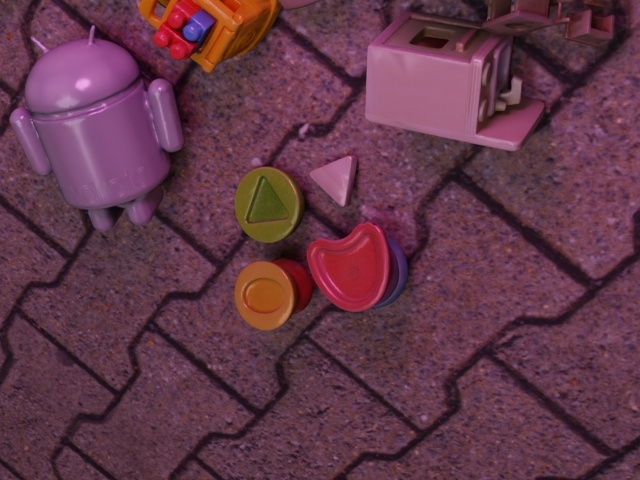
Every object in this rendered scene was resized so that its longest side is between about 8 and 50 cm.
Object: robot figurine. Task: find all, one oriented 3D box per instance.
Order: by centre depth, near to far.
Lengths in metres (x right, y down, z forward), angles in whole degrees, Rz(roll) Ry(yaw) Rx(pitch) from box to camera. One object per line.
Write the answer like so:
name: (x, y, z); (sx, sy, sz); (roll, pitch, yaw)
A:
robot figurine: (-0.379, -0.193, 1.921); (0.299, 0.200, 0.353); (-12, 116, 11)

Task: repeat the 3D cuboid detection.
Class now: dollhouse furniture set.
dollhouse furniture set: (0.319, -0.370, 1.537); (0.101, 0.161, 0.182); (179, 99, -67)

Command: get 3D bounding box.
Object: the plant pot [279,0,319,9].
plant pot: (-0.026, -0.404, 1.661); (0.109, 0.109, 0.096); (51, 143, -10)

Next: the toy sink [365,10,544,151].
toy sink: (0.201, -0.237, 1.614); (0.234, 0.153, 0.131); (15, 126, 20)

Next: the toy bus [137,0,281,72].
toy bus: (-0.201, -0.363, 1.708); (0.220, 0.211, 0.149); (40, 132, 1)

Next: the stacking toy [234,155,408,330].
stacking toy: (0.000, 0.000, 1.942); (0.309, 0.130, 0.280); (-9, 90, 29)
